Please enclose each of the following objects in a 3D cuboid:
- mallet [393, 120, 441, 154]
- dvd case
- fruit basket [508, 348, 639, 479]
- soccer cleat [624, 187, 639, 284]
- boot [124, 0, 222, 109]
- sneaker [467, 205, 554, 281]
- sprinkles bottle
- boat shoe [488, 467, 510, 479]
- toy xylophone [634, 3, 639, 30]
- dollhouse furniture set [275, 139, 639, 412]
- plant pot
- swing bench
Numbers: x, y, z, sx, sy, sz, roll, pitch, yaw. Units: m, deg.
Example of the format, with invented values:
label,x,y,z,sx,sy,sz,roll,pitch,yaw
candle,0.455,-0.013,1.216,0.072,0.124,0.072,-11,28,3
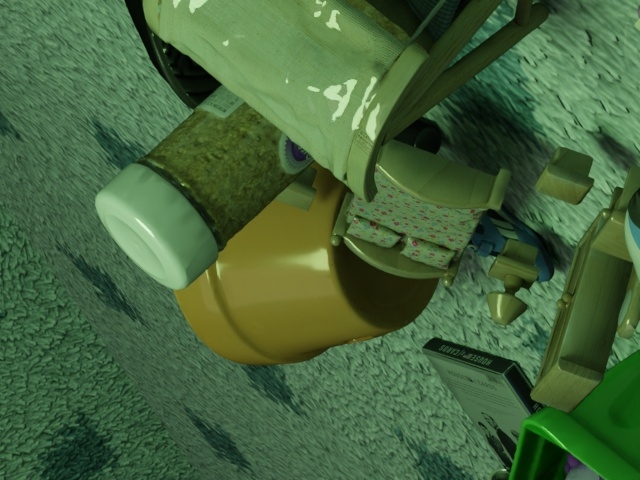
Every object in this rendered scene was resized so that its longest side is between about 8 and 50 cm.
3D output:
label,x,y,z,sx,sy,sz,roll,pitch,yaw
mallet,0.072,-0.161,1.854,0.062,0.039,0.189,27,151,45
dvd case,0.246,0.231,2.319,0.179,0.029,0.238,14,144,57
fruit basket,0.300,0.351,1.935,0.283,0.392,0.392,39,160,18
soccer cleat,0.384,0.050,1.441,0.331,0.116,0.143,32,145,44
boot,-0.190,-0.294,1.909,0.260,0.131,0.348,0,111,62
sneaker,0.185,0.000,1.910,0.144,0.059,0.053,42,159,6
sprinkles bottle,-0.049,-0.112,1.702,0.121,0.355,0.121,40,161,17
boat shoe,0.314,0.377,2.380,0.258,0.095,0.084,21,154,49
toy xylophone,0.376,-0.105,1.252,0.323,0.081,0.236,41,161,10
dollhouse furniture set,0.114,0.011,1.705,0.356,0.173,0.303,19,159,0
plant pot,0.000,0.000,2.004,0.203,0.291,0.291,1,135,43
swing bench,0.023,-0.216,1.489,0.253,0.254,0.165,39,160,18
